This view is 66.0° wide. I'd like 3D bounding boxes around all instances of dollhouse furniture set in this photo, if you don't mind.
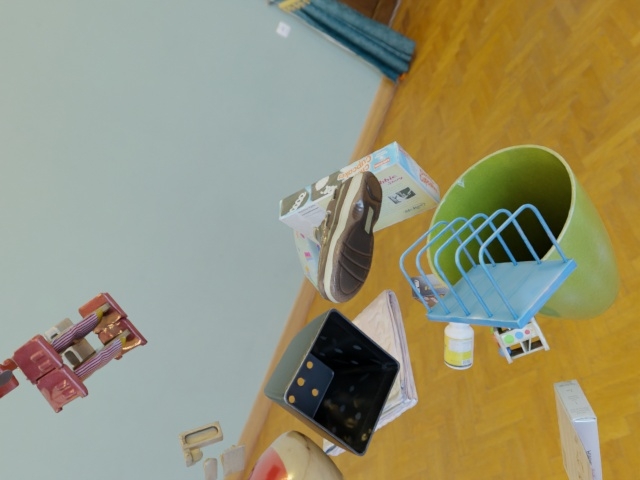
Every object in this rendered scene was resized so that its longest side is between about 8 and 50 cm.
[{"bbox_3d":[-0.297,0.545,1.331,0.151,0.144,0.123,55,147,42],"label":"dollhouse furniture set"},{"bbox_3d":[-0.597,0.283,1.107,0.374,0.152,0.201,-30,9,29],"label":"dollhouse furniture set"}]

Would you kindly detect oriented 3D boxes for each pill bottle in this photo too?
[{"bbox_3d":[0.502,0.363,1.786,0.103,0.103,0.184,-148,53,-67],"label":"pill bottle"}]

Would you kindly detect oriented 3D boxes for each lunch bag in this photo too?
[{"bbox_3d":[0.000,0.000,1.468,0.262,0.160,0.224,-132,25,-67],"label":"lunch bag"}]

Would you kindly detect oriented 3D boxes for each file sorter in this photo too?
[{"bbox_3d":[0.202,0.030,0.632,0.118,0.105,0.170,-38,10,-22],"label":"file sorter"}]

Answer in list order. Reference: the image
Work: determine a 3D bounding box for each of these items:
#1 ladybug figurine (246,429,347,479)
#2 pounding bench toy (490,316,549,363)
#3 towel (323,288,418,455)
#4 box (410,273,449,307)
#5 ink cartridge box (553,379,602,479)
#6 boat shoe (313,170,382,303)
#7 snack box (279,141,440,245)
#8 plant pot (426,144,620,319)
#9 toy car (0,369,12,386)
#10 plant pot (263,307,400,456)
[{"bbox_3d":[-0.017,0.435,0.687,0.305,0.161,0.449,64,165,9],"label":"ladybug figurine"},{"bbox_3d":[0.273,0.120,0.702,0.065,0.083,0.052,-26,6,20],"label":"pounding bench toy"},{"bbox_3d":[0.099,0.333,1.250,0.332,0.053,0.317,-49,29,34],"label":"towel"},{"bbox_3d":[0.356,0.131,1.292,0.182,0.231,0.056,-11,71,23],"label":"box"},{"bbox_3d":[0.600,0.499,1.108,0.060,0.275,0.239,-13,23,11],"label":"ink cartridge box"},{"bbox_3d":[0.034,-0.003,0.824,0.095,0.095,0.258,-11,41,35],"label":"boat shoe"},{"bbox_3d":[0.085,-0.087,1.121,0.321,0.187,0.060,-23,51,32],"label":"snack box"},{"bbox_3d":[0.389,0.025,0.873,0.274,0.293,0.275,-39,35,34],"label":"plant pot"},{"bbox_3d":[-0.568,0.235,0.738,0.188,0.148,0.155,-51,-34,-45],"label":"toy car"},{"bbox_3d":[0.005,0.264,0.925,0.167,0.188,0.188,-26,28,55],"label":"plant pot"}]
